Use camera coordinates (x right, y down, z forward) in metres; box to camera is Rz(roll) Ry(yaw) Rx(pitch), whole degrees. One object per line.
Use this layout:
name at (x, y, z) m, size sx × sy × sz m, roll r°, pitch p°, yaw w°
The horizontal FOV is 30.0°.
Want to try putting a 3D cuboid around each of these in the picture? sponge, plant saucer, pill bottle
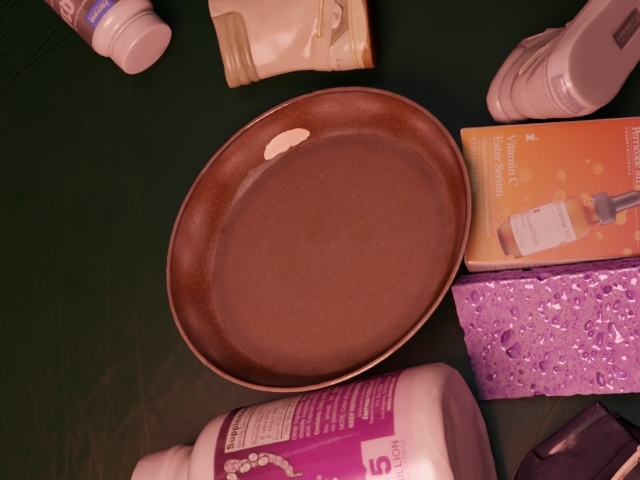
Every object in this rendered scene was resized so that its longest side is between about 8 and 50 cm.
sponge at (0.230, 0.079, 1.057) m, size 0.210 × 0.031 × 0.117 m, roll -7°, pitch 106°, yaw 28°
plant saucer at (0.000, 0.000, 1.117) m, size 0.310 × 0.050 × 0.311 m, roll -12°, pitch 61°, yaw 22°
pill bottle at (-0.009, 0.219, 1.050) m, size 0.301 × 0.169 × 0.169 m, roll -16°, pitch 77°, yaw 19°
pill bottle at (-0.222, -0.239, 1.230) m, size 0.078 × 0.078 × 0.137 m, roll -46°, pitch 75°, yaw 0°

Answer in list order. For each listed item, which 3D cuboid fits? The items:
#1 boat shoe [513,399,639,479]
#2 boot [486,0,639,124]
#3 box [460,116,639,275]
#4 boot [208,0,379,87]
boat shoe at (0.199, 0.298, 1.047) m, size 0.340 × 0.127 × 0.158 m, roll -47°, pitch 50°, yaw 7°
boot at (0.256, -0.201, 1.125) m, size 0.258 × 0.123 × 0.095 m, roll -42°, pitch 109°, yaw -30°
box at (0.218, -0.037, 1.104) m, size 0.170 × 0.091 × 0.130 m, roll -4°, pitch 79°, yaw 10°
boot at (-0.032, -0.264, 1.203) m, size 0.165 × 0.077 × 0.213 m, roll -8°, pitch 79°, yaw 12°
